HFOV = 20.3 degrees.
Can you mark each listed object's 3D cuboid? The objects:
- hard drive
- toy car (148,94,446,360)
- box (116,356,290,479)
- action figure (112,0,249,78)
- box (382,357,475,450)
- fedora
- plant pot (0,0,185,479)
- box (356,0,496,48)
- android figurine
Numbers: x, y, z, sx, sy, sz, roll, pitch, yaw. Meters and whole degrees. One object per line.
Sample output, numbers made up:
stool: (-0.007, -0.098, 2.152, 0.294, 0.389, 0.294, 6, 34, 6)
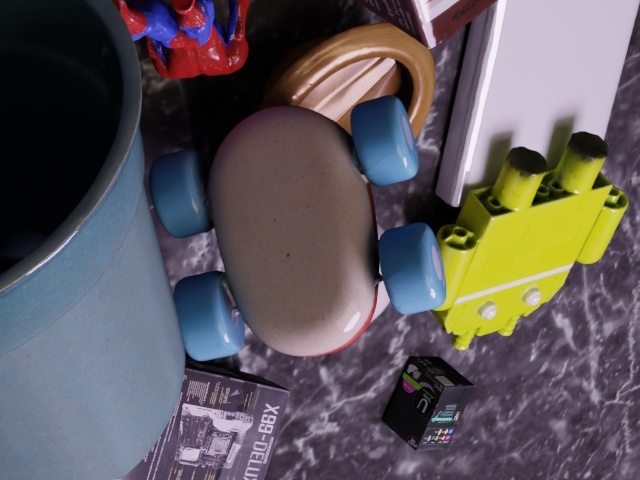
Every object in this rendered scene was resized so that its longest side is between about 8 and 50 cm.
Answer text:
hard drive: (0.227, -0.190, 1.776, 0.203, 0.040, 0.308, -13, 127, -34)
toy car: (0.000, 0.000, 1.554, 0.219, 0.210, 0.238, -14, 171, 12)
box: (-0.171, 0.257, 1.661, 0.242, 0.076, 0.307, 17, 90, -49)
action figure: (-0.110, -0.206, 1.402, 0.091, 0.139, 0.280, -4, 172, 5)
box: (0.117, 0.177, 1.935, 0.052, 0.062, 0.083, 3, 118, -44)
fedora: (0.009, -0.128, 1.600, 0.194, 0.079, 0.194, -19, 137, -19)
plant pot: (-0.259, 0.021, 1.314, 0.341, 0.341, 0.334, -36, 145, -16)
box: (0.070, -0.296, 1.435, 0.167, 0.203, 0.168, -38, 138, -14)
android figurine: (0.205, 0.009, 1.855, 0.248, 0.056, 0.273, -14, 140, -34)
